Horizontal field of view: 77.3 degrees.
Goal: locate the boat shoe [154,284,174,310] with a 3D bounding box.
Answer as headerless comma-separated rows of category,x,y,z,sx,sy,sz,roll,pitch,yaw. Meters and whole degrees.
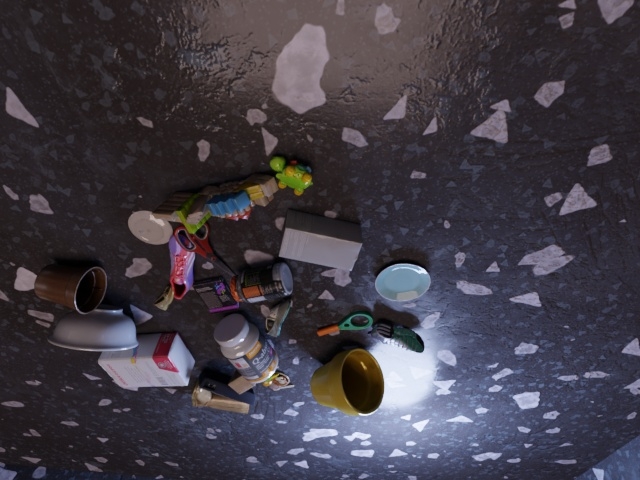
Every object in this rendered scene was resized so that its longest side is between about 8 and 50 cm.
boat shoe,-0.567,0.205,1.469,0.048,0.056,0.153,23,136,-22

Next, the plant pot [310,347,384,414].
plant pot,0.093,0.591,1.654,0.254,0.253,0.239,37,138,-25

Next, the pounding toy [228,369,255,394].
pounding toy,-0.300,0.578,1.736,0.100,0.141,0.130,45,121,-12

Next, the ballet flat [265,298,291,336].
ballet flat,-0.167,0.292,1.510,0.068,0.072,0.213,17,130,-6

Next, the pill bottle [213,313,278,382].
pill bottle,-0.291,0.422,1.570,0.162,0.162,0.278,-14,129,15

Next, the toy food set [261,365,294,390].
toy food set,-0.208,0.648,1.840,0.133,0.038,0.192,-16,128,16

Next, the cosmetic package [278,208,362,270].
cosmetic package,0.000,0.000,1.229,0.238,0.107,0.127,11,130,-10

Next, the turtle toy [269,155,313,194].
turtle toy,-0.079,-0.185,1.093,0.130,0.066,0.095,23,152,-13

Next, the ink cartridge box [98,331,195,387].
ink cartridge box,-0.722,0.506,1.688,0.307,0.131,0.226,-3,131,8

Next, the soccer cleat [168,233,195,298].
soccer cleat,-0.466,0.088,1.334,0.083,0.095,0.247,9,131,-4

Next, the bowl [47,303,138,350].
bowl,-0.822,0.310,1.484,0.298,0.133,0.298,9,174,1

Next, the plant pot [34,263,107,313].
plant pot,-0.866,0.156,1.384,0.165,0.166,0.166,11,131,5

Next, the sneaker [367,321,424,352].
sneaker,0.299,0.384,1.574,0.224,0.083,0.098,28,148,-14

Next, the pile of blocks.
pile of blocks,-0.286,-0.084,1.140,0.363,0.148,0.112,-11,129,12

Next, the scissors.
scissors,-0.375,0.052,1.325,0.109,0.021,0.297,-30,133,-12

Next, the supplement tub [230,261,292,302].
supplement tub,-0.199,0.145,1.354,0.191,0.116,0.116,-12,129,14

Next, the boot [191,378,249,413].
boot,-0.470,0.747,1.917,0.270,0.089,0.236,11,141,-6

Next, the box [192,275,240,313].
box,-0.381,0.202,1.472,0.116,0.029,0.162,-11,131,11

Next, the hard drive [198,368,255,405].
hard drive,-0.415,0.651,1.788,0.255,0.054,0.172,26,172,-16

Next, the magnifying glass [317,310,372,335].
magnifying glass,0.094,0.329,1.557,0.231,0.026,0.092,-21,127,21

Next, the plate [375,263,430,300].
plate,0.283,0.141,1.384,0.189,0.024,0.188,1,130,2

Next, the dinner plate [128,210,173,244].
dinner plate,-0.547,-0.036,1.285,0.142,0.017,0.141,3,131,3
